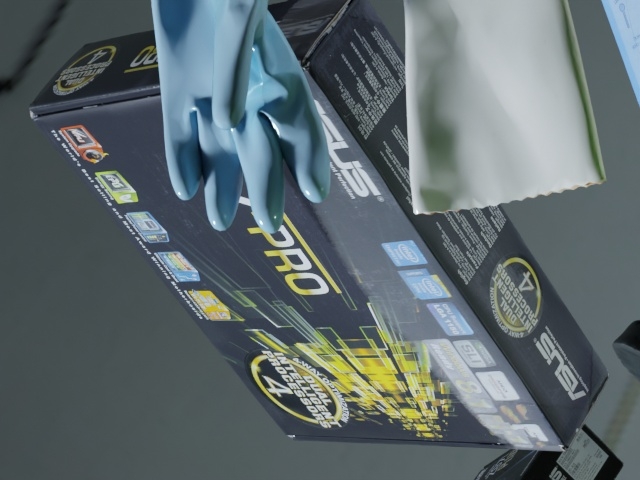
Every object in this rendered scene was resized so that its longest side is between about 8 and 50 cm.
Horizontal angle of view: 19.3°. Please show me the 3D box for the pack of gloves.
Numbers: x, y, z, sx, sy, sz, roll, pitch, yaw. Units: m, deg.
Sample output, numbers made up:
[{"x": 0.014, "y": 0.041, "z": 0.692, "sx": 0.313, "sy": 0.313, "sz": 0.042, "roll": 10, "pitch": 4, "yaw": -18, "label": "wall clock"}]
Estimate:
[{"x": 0.003, "y": -0.121, "z": 0.774, "sx": 0.195, "sy": 0.046, "sz": 0.232, "roll": -10, "pitch": 84, "yaw": 26, "label": "pack of gloves"}]

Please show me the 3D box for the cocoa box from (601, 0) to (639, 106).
[{"x": 0.498, "y": -0.254, "z": 1.937, "sx": 0.347, "sy": 0.228, "sz": 0.231, "roll": -27, "pitch": 79, "yaw": 52, "label": "cocoa box"}]

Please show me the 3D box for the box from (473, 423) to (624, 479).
[{"x": 0.182, "y": 0.265, "z": 1.763, "sx": 0.077, "sy": 0.147, "sz": 0.180, "roll": 45, "pitch": 47, "yaw": -2, "label": "box"}]

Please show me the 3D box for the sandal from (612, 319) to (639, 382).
[{"x": 0.434, "y": 0.209, "z": 1.842, "sx": 0.107, "sy": 0.167, "sz": 0.446, "roll": -48, "pitch": 31, "yaw": -8, "label": "sandal"}]

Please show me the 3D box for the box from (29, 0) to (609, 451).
[{"x": 0.000, "y": 0.000, "z": 1.463, "sx": 0.318, "sy": 0.395, "sz": 0.097, "roll": -5, "pitch": 40, "yaw": 44, "label": "box"}]
